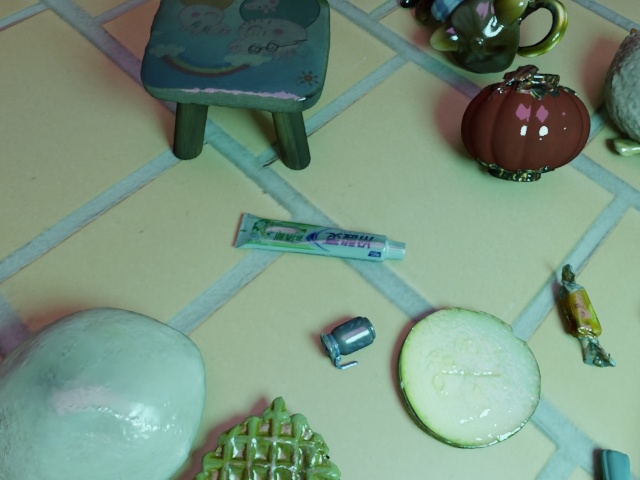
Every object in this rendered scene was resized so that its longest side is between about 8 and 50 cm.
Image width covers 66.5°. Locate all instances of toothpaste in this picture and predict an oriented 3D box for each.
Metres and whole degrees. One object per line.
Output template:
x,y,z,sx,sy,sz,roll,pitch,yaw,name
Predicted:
0.000,0.000,0.865,0.297,0.048,0.074,8,61,4,toothpaste

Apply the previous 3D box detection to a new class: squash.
0.226,0.211,0.768,0.220,0.041,0.219,-1,61,1,squash

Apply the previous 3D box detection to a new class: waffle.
-0.068,0.347,0.659,0.208,0.054,0.214,-36,75,-24,waffle

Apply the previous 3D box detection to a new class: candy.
0.434,0.127,0.817,0.047,0.053,0.181,-12,62,4,candy
-0.300,0.216,0.645,0.296,0.185,0.295,1,56,-1,candy

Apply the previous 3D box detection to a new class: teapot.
0.045,0.162,0.780,0.083,0.063,0.049,-23,33,-13,teapot

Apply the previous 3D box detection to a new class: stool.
-0.142,-0.306,0.923,0.311,0.226,0.310,5,60,0,stool

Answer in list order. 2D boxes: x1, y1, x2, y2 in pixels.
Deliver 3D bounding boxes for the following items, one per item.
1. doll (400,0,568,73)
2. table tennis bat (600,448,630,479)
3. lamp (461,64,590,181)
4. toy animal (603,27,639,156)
0.360,-0.538,1.119,0.318,0.209,0.339,-21,57,22,doll
0.398,0.398,0.649,0.149,0.038,0.237,16,51,7,table tennis bat
0.380,-0.219,0.913,0.227,0.226,0.226,2,61,-3,lamp
0.706,-0.299,0.996,0.227,0.188,0.358,-9,61,-15,toy animal
